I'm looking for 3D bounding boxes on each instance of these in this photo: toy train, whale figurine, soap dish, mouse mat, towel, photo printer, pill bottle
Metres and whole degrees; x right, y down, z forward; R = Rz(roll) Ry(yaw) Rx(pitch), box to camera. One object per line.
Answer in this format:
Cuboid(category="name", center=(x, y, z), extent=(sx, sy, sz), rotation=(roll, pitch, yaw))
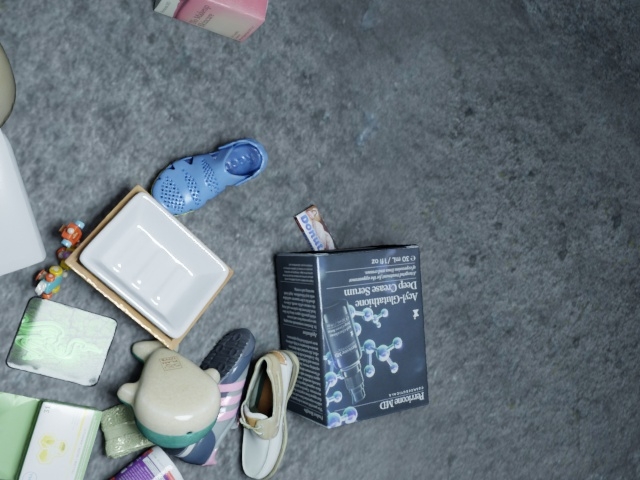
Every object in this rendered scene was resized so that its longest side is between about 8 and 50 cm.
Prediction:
Cuboid(category="toy train", center=(-0.540, 0.036, 1.304), extent=(0.046, 0.125, 0.166), rotation=(26, 72, 2))
Cuboid(category="whale figurine", center=(-0.319, 0.320, 1.348), extent=(0.217, 0.272, 0.141), rotation=(-6, 125, -30))
Cuboid(category="soap dish", center=(-0.366, 0.061, 1.382), extent=(0.291, 0.118, 0.228), rotation=(45, 60, -18))
Cuboid(category="mouse mat", center=(-0.540, 0.214, 1.344), extent=(0.190, 0.007, 0.152), rotation=(21, 75, -25))
Cuboid(category="towel", center=(-0.391, 0.393, 1.365), extent=(0.148, 0.027, 0.110), rotation=(-13, 70, -16))
Cuboid(category="photo printer", center=(-0.680, -0.068, 1.182), extent=(0.256, 0.107, 0.307), rotation=(-21, 117, -29))
Cuboid(category="pill bottle", center=(-0.393, 0.531, 1.333), extent=(0.194, 0.108, 0.108), rotation=(-35, 102, -27))

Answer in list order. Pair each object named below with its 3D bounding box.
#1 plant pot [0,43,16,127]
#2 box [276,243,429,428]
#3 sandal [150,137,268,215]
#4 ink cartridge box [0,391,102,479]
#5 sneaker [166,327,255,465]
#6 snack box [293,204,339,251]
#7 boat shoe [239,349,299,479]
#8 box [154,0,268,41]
Cuboid(category="plant pot", center=(-0.688, -0.325, 1.165), extent=(0.257, 0.274, 0.256), rotation=(3, 84, -29))
Cuboid(category="box", center=(0.075, 0.215, 1.553), extent=(0.294, 0.212, 0.394), rotation=(-5, 92, -30))
Cuboid(category="sandal", center=(-0.245, -0.158, 1.473), extent=(0.317, 0.138, 0.126), rotation=(-34, 103, -26))
Cuboid(category="ink cartridge box", center=(-0.580, 0.402, 1.276), extent=(0.235, 0.056, 0.171), rotation=(20, 76, -28))
Cuboid(category="sneaker", center=(-0.224, 0.359, 1.461), extent=(0.131, 0.112, 0.318), rotation=(44, 68, -37))
Cuboid(category="snack box", center=(0.000, 0.000, 1.655), extent=(0.064, 0.022, 0.178), rotation=(-34, 102, -26))
Cuboid(category="boat shoe", center=(-0.136, 0.399, 1.459), extent=(0.103, 0.113, 0.302), rotation=(14, 85, -58))
Cuboid(category="box", center=(-0.254, -0.583, 1.503), extent=(0.233, 0.149, 0.126), rotation=(12, 80, -27))
